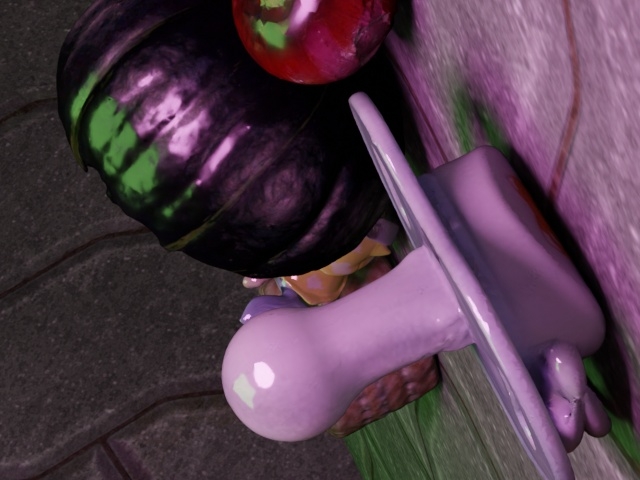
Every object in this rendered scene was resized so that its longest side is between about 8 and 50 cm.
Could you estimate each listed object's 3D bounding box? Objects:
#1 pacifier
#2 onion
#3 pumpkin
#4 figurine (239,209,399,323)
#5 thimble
[{"bbox_3d":[0.049,0.059,1.073,0.244,0.233,0.299,70,175,-51],"label":"pacifier"},{"bbox_3d":[-0.004,-0.178,1.201,0.131,0.131,0.131,157,90,-84],"label":"onion"},{"bbox_3d":[-0.045,-0.123,1.359,0.296,0.295,0.296,157,90,-84],"label":"pumpkin"},{"bbox_3d":[0.000,0.000,1.674,0.184,0.128,0.209,19,92,67],"label":"figurine"},{"bbox_3d":[0.034,0.107,1.836,0.196,0.148,0.229,61,174,30],"label":"thimble"}]
